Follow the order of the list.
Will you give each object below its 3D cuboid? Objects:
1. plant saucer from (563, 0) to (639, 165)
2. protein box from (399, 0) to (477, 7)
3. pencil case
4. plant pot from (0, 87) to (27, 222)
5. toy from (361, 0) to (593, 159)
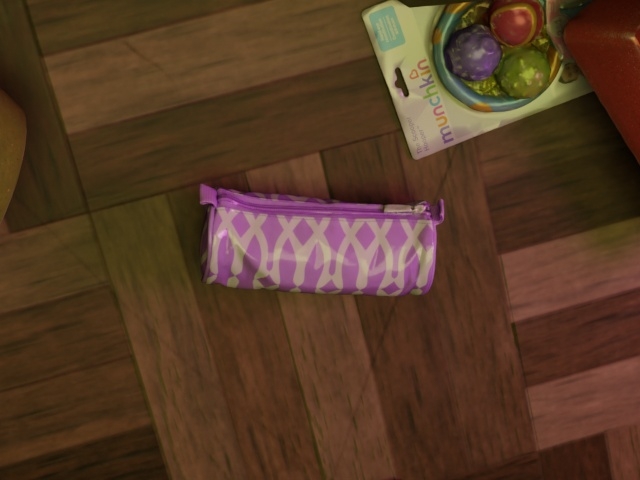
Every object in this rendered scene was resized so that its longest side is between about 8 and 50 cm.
[{"bbox_3d":[0.360,-0.146,0.990,0.259,0.048,0.258,-41,109,-13],"label":"plant saucer"},{"bbox_3d":[0.050,-0.278,0.851,0.200,0.201,0.136,31,91,-16],"label":"protein box"},{"bbox_3d":[0.000,0.000,0.988,0.206,0.086,0.088,1,140,-11],"label":"pencil case"},{"bbox_3d":[-0.369,-0.084,0.834,0.294,0.275,0.274,21,102,-30],"label":"plant pot"},{"bbox_3d":[0.170,-0.166,0.986,0.237,0.056,0.136,-22,106,-3],"label":"toy"}]
